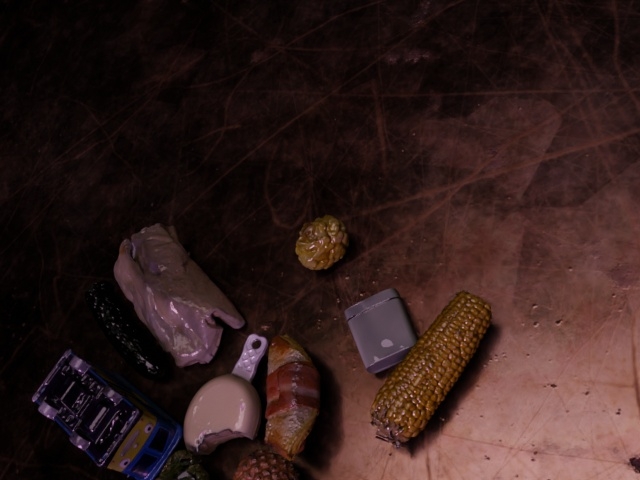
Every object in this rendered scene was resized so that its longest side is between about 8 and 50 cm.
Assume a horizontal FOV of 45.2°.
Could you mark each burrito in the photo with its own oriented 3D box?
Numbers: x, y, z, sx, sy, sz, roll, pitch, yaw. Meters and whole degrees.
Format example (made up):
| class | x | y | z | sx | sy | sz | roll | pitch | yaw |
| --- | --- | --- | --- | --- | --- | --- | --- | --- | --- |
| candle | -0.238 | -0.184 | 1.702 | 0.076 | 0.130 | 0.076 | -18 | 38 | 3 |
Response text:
| class | x | y | z | sx | sy | sz | roll | pitch | yaw |
| --- | --- | --- | --- | --- | --- | --- | --- | --- | --- |
| burrito | -0.324 | 0.118 | 1.686 | 0.190 | 0.135 | 0.332 | -40 | 59 | -6 |

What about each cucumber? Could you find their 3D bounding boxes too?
| class | x | y | z | sx | sy | sz | roll | pitch | yaw |
| --- | --- | --- | --- | --- | --- | --- | --- | --- | --- |
| cucumber | -0.440 | 0.211 | 1.725 | 0.081 | 0.072 | 0.303 | -43 | 56 | -1 |

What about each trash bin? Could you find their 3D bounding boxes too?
| class | x | y | z | sx | sy | sz | roll | pitch | yaw |
| --- | --- | --- | --- | --- | --- | --- | --- | --- | --- |
| trash bin | 0.120 | 0.174 | 1.487 | 0.116 | 0.059 | 0.129 | -28 | 58 | 11 |

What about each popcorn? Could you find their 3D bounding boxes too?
| class | x | y | z | sx | sy | sz | roll | pitch | yaw |
| --- | --- | --- | --- | --- | --- | --- | --- | --- | --- |
| popcorn | 0.000 | 0.000 | 1.603 | 0.106 | 0.116 | 0.120 | 58 | 138 | 42 |

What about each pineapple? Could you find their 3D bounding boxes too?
| class | x | y | z | sx | sy | sz | roll | pitch | yaw |
| --- | --- | --- | --- | --- | --- | --- | --- | --- | --- |
| pineapple | -0.025 | 0.476 | 1.377 | 0.277 | 0.130 | 0.119 | 18 | 45 | 33 |

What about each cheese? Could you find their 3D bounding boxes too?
| class | x | y | z | sx | sy | sz | roll | pitch | yaw |
| --- | --- | --- | --- | --- | --- | --- | --- | --- | --- |
| cheese | -0.191 | 0.310 | 1.559 | 0.164 | 0.071 | 0.248 | -6 | 63 | 22 |

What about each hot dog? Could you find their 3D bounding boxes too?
| class | x | y | z | sx | sy | sz | roll | pitch | yaw |
| --- | --- | --- | --- | --- | --- | --- | --- | --- | --- |
| hot dog | -0.048 | 0.300 | 1.477 | 0.123 | 0.093 | 0.261 | -35 | 44 | 45 |

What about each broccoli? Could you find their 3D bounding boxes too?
| class | x | y | z | sx | sy | sz | roll | pitch | yaw |
| --- | --- | --- | --- | --- | --- | --- | --- | --- | --- |
| broccoli | -0.273 | 0.478 | 1.484 | 0.131 | 0.120 | 0.130 | -44 | 53 | 10 |

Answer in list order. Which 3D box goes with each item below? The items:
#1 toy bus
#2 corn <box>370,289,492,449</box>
| class | x | y | z | sx | sy | sz | roll | pitch | yaw |
| --- | --- | --- | --- | --- | --- | --- | --- | --- | --- |
| toy bus | -0.437 | 0.357 | 1.571 | 0.288 | 0.175 | 0.138 | 25 | 76 | 40 |
| corn | 0.201 | 0.232 | 1.392 | 0.115 | 0.115 | 0.317 | 34 | 81 | 34 |
